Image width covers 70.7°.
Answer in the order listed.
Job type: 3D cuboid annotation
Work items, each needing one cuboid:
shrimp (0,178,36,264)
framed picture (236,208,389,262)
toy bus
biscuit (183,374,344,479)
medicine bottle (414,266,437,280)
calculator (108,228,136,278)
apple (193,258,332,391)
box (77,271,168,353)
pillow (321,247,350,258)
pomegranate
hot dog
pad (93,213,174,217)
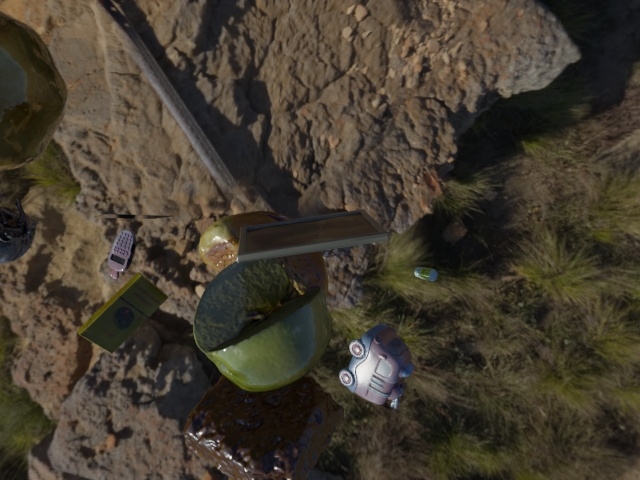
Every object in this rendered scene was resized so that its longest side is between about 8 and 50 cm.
[{"bbox_3d":[-0.662,-0.043,0.898,0.116,0.343,0.145,42,69,3],"label":"shrimp"},{"bbox_3d":[-0.025,-0.015,0.942,0.289,0.211,0.020,-9,107,-5],"label":"framed picture"},{"bbox_3d":[0.232,0.481,1.722,0.232,0.197,0.294,30,112,29],"label":"toy bus"},{"bbox_3d":[-0.171,0.526,1.327,0.395,0.342,0.166,13,128,29],"label":"biscuit"},{"bbox_3d":[0.414,0.131,1.772,0.047,0.083,0.047,-6,100,-37],"label":"medicine bottle"},{"bbox_3d":[-0.647,0.044,1.470,0.103,0.024,0.166,18,89,30],"label":"calculator"},{"bbox_3d":[-0.121,0.198,1.000,0.258,0.295,0.233,-42,131,-24],"label":"apple"},{"bbox_3d":[-0.388,0.145,0.896,0.155,0.023,0.087,-47,137,-13],"label":"box"},{"bbox_3d":[0.000,0.000,1.546,0.232,0.043,0.126,-9,87,38],"label":"pillow"},{"bbox_3d":[-0.680,-0.293,0.880,0.332,0.332,0.333,-2,111,-5],"label":"pomegranate"},{"bbox_3d":[-0.150,0.045,1.366,0.405,0.223,0.185,36,137,-16],"label":"hot dog"},{"bbox_3d":[-0.342,-0.044,0.820,0.112,0.157,0.003,0,90,-34],"label":"pad"}]
